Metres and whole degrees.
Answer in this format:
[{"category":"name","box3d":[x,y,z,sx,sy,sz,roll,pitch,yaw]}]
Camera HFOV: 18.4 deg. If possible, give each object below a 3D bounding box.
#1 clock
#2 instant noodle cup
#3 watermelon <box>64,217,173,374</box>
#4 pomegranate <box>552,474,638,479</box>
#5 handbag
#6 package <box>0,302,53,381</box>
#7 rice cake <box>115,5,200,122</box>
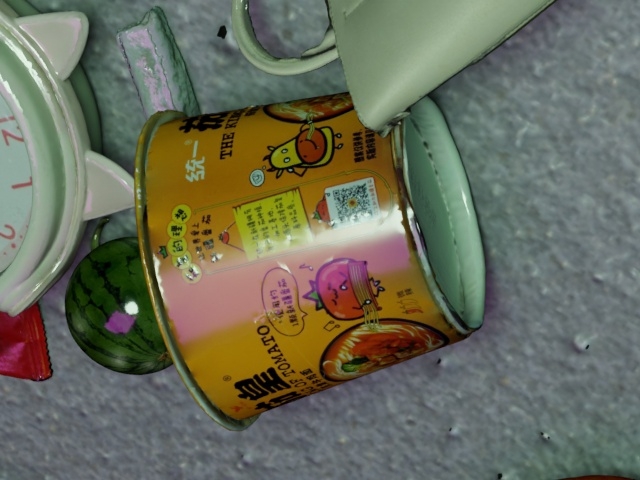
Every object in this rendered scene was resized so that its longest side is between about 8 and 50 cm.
[{"category":"clock","box3d":[-0.275,-0.066,1.369,0.324,0.108,0.265,-8,108,22]},{"category":"instant noodle cup","box3d":[0.000,0.000,1.257,0.172,0.216,0.216,-14,110,17]},{"category":"watermelon","box3d":[-0.134,0.044,1.387,0.109,0.109,0.109,9,119,16]},{"category":"pomegranate","box3d":[0.158,0.267,1.309,0.256,0.221,0.221,0,120,-13]},{"category":"handbag","box3d":[0.045,-0.203,1.152,0.315,0.109,0.241,-31,69,29]},{"category":"package","box3d":[-0.302,0.065,1.505,0.200,0.022,0.083,3,117,17]},{"category":"rice cake","box3d":[-0.093,-0.059,1.355,0.033,0.033,0.208,-7,113,25]}]
